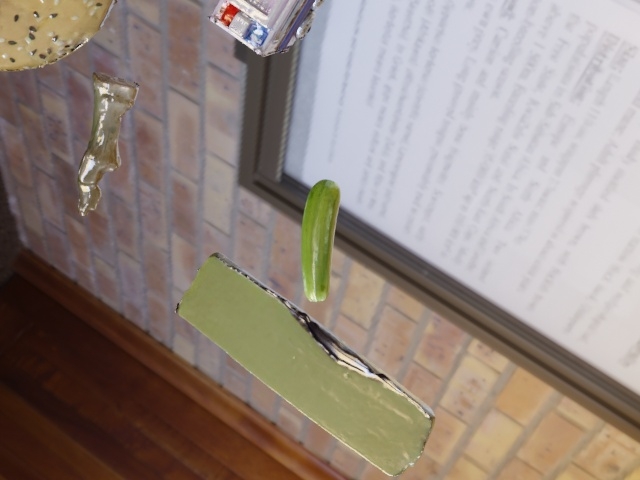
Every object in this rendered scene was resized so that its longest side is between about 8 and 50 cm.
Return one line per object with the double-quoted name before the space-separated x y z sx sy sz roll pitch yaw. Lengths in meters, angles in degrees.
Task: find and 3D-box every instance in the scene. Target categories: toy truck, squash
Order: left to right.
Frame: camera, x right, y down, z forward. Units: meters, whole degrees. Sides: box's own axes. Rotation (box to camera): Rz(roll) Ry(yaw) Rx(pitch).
"toy truck" -0.037 -0.403 1.287 0.268 0.124 0.155 -56 178 23
"squash" -0.001 0.000 0.647 0.027 0.027 0.089 51 45 -76

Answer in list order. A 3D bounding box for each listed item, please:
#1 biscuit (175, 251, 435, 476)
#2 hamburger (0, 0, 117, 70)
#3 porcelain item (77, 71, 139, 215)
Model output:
"biscuit" -0.017 0.132 1.003 0.099 0.322 0.038 -60 165 14
"hamburger" -0.377 -0.341 1.063 0.318 0.195 0.276 -17 148 -12
"porcelain item" -0.326 -0.136 1.350 0.081 0.069 0.215 43 -61 62
